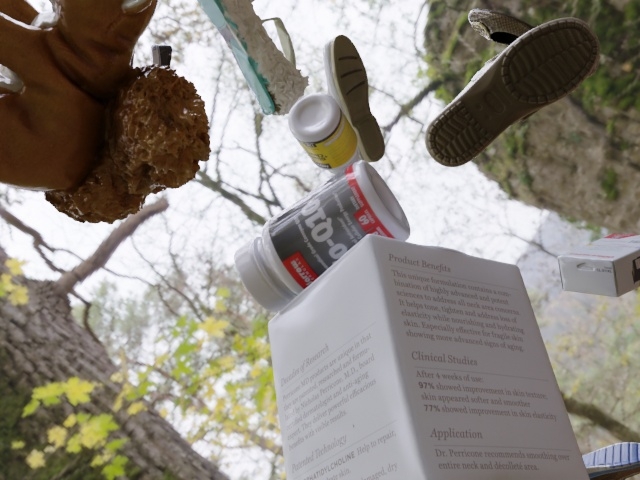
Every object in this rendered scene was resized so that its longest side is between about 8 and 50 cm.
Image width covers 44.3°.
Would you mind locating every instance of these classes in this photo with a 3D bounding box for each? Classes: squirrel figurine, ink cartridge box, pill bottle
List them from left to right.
[{"bbox_3d":[-0.330,-0.235,1.165,0.370,0.397,0.281,-48,13,8],"label":"squirrel figurine"},{"bbox_3d":[0.000,0.000,1.371,0.283,0.161,0.161,-33,-15,16],"label":"pill bottle"},{"bbox_3d":[0.014,-0.199,1.523,0.103,0.103,0.184,-57,-28,-8],"label":"pill bottle"},{"bbox_3d":[0.556,0.044,1.487,0.175,0.127,0.072,-18,-77,-32],"label":"ink cartridge box"}]

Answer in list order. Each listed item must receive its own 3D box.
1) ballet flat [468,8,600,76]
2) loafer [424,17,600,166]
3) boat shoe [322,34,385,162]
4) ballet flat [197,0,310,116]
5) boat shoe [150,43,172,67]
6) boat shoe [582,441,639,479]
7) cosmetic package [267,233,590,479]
[{"bbox_3d":[0.372,-0.348,1.403,0.058,0.249,0.084,-64,-16,7],"label":"ballet flat"},{"bbox_3d":[0.247,-0.201,1.057,0.268,0.102,0.092,-35,9,3],"label":"loafer"},{"bbox_3d":[0.055,-0.322,1.840,0.113,0.103,0.302,-26,-74,-42],"label":"boat shoe"},{"bbox_3d":[-0.153,-0.453,1.634,0.147,0.147,0.409,-46,-64,-34],"label":"ballet flat"},{"bbox_3d":[-0.305,-0.319,1.524,0.040,0.049,0.142,-9,-36,-15],"label":"boat shoe"},{"bbox_3d":[0.478,0.390,1.317,0.183,0.066,0.066,-25,9,33],"label":"boat shoe"},{"bbox_3d":[0.151,0.255,1.250,0.329,0.394,0.327,12,-38,-31],"label":"cosmetic package"}]
